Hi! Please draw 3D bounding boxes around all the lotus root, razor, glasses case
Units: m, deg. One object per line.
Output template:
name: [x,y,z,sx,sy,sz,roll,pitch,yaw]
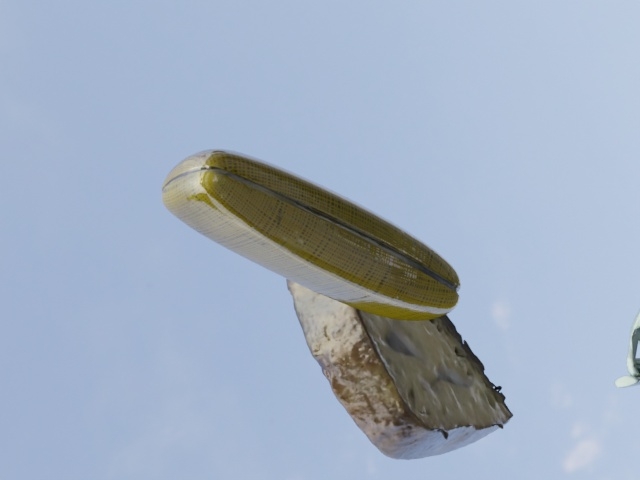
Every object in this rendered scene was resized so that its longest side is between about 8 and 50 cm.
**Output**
lotus root: [0.070,0.106,0.998,0.260,0.074,0.170,54,-153,-10]
razor: [0.441,0.053,1.428,0.111,0.056,0.277,1,-71,-47]
glasses case: [0.000,0.000,0.789,0.234,0.079,0.064,26,-118,-31]
